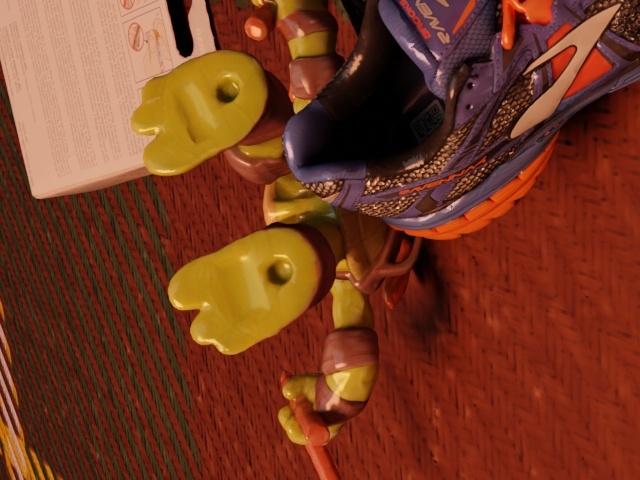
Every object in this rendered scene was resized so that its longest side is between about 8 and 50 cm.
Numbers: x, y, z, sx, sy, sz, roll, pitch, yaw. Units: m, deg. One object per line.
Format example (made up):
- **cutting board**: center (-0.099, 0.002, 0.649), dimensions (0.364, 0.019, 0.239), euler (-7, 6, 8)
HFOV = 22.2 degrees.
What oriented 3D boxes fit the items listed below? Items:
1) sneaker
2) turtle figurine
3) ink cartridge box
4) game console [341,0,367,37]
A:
- **sneaker**: center (0.066, -0.076, 0.544), dimensions (0.221, 0.087, 0.083), euler (-53, 56, 34)
- **turtle figurine**: center (0.000, 0.000, 0.698), dimensions (0.217, 0.087, 0.269), euler (3, -95, -74)
- **ink cartridge box**: center (-0.124, -0.132, 1.020), dimensions (0.224, 0.056, 0.181), euler (-12, 91, 46)
- **game console**: center (0.060, -0.091, 0.676), dimensions (0.122, 0.071, 0.107), euler (56, 178, 38)
